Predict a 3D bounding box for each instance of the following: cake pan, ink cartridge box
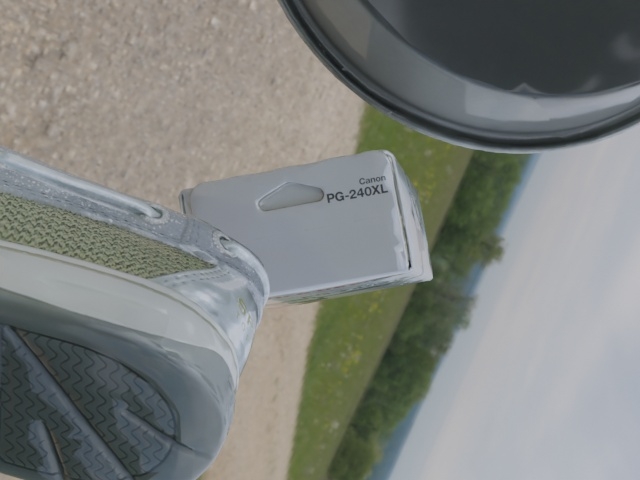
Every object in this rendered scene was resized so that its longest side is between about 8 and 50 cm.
[{"bbox_3d":[0.108,-0.192,0.474,0.293,0.293,0.054,-65,-172,-3],"label":"cake pan"},{"bbox_3d":[0.000,0.000,0.521,0.150,0.109,0.063,19,61,-79],"label":"ink cartridge box"}]

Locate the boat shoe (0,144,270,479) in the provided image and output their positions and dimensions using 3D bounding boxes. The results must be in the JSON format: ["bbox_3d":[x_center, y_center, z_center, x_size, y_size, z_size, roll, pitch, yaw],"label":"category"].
[{"bbox_3d":[-0.177,-0.006,0.350,0.103,0.320,0.118,-73,-179,-53],"label":"boat shoe"}]
